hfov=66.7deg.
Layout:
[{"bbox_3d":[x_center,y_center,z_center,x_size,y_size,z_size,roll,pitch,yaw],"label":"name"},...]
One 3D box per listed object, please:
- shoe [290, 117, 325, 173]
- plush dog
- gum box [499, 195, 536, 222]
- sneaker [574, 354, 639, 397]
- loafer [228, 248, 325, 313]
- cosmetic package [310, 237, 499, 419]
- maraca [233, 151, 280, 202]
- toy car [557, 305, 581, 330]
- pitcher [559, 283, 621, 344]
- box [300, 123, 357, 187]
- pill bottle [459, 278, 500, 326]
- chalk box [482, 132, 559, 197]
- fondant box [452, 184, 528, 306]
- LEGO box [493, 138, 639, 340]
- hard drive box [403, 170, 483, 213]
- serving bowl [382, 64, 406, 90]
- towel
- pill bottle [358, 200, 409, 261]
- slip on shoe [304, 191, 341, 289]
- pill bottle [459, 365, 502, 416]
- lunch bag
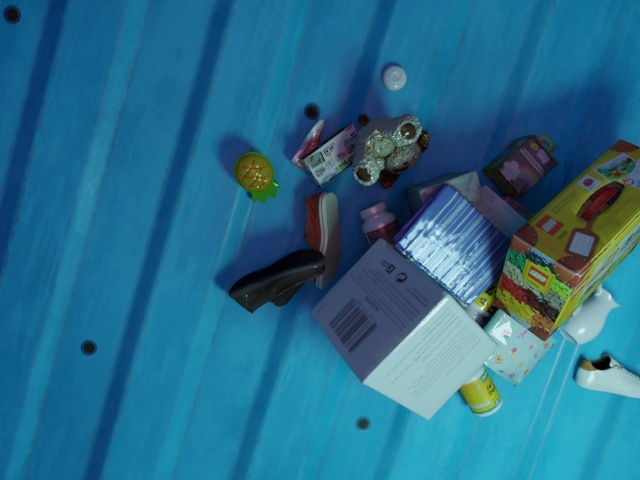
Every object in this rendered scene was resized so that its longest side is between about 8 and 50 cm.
[{"bbox_3d":[-0.019,-0.310,1.610,0.081,0.063,0.178,33,99,-7],"label":"shoe"},{"bbox_3d":[0.225,-0.295,1.567,0.225,0.210,0.262,27,117,-39],"label":"plush dog"},{"bbox_3d":[0.672,-0.058,1.663,0.188,0.062,0.107,33,94,-5],"label":"gum box"},{"bbox_3d":[1.061,0.475,1.718,0.290,0.106,0.123,8,99,-2],"label":"sneaker"},{"bbox_3d":[-0.126,0.139,1.599,0.366,0.133,0.130,-22,110,27],"label":"loafer"},{"bbox_3d":[0.254,0.270,1.477,0.327,0.329,0.394,-47,132,3],"label":"cosmetic package"},{"bbox_3d":[-0.208,-0.206,1.598,0.127,0.099,0.185,-26,123,3],"label":"maraca"},{"bbox_3d":[0.779,0.239,1.645,0.159,0.182,0.136,-8,103,10],"label":"toy car"},{"bbox_3d":[0.908,0.241,1.671,0.207,0.125,0.177,-44,112,-3],"label":"pitcher"},{"bbox_3d":[0.048,-0.277,1.588,0.207,0.036,0.114,-38,112,-12],"label":"box"},{"bbox_3d":[0.558,0.186,1.659,0.119,0.119,0.208,34,95,-6],"label":"pill bottle"},{"bbox_3d":[0.673,-0.259,1.607,0.213,0.132,0.132,-41,95,2],"label":"chalk box"},{"bbox_3d":[0.507,0.022,1.589,0.330,0.096,0.238,-46,70,10],"label":"fondant box"},{"bbox_3d":[0.768,0.005,1.434,0.500,0.372,0.193,-37,56,-19],"label":"LEGO box"},{"bbox_3d":[0.385,-0.151,1.556,0.181,0.232,0.089,-19,98,1],"label":"hard drive box"},{"bbox_3d":[0.246,-0.539,1.609,0.084,0.027,0.083,0,97,-3],"label":"serving bowl"},{"bbox_3d":[0.408,0.017,1.467,0.336,0.040,0.243,38,97,-16],"label":"towel"},{"bbox_3d":[0.211,-0.017,1.620,0.121,0.121,0.216,-24,97,1],"label":"pill bottle"},{"bbox_3d":[0.000,0.000,1.631,0.101,0.123,0.331,5,104,31],"label":"slip on shoe"},{"bbox_3d":[0.534,0.494,1.694,0.118,0.117,0.208,-30,96,1],"label":"pill bottle"},{"bbox_3d":[0.620,0.334,1.629,0.262,0.160,0.223,36,95,-32],"label":"lunch bag"}]
